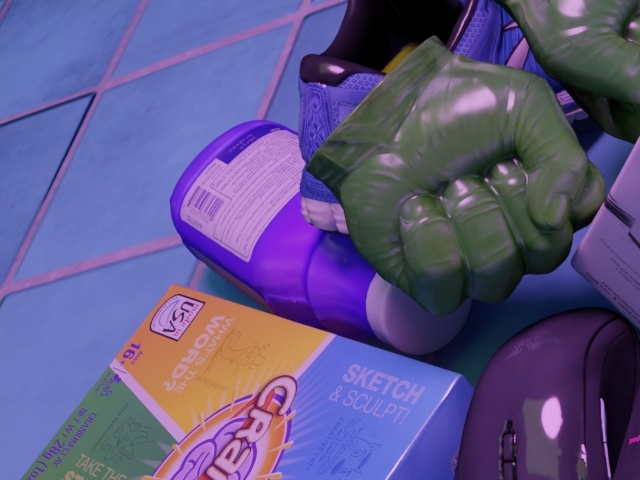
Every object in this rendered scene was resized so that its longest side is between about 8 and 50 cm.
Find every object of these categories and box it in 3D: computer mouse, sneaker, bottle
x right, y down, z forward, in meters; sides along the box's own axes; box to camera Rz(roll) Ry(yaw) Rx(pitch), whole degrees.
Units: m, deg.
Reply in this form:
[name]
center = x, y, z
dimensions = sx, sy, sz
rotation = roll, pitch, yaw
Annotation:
[computer mouse]
center = 0.137, 0.134, 0.893
dimensions = 0.184, 0.060, 0.262
rotation = -8, 53, 40
[sneaker]
center = 0.102, -0.135, 1.126
dimensions = 0.130, 0.147, 0.330
rotation = 13, 38, 35
[bottle]
center = 0.000, 0.000, 1.188
dimensions = 0.118, 0.092, 0.283
rotation = -46, 33, -9

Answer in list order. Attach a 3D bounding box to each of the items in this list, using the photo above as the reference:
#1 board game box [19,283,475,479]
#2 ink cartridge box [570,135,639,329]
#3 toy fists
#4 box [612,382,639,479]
[board game box]
center = -0.062, 0.161, 1.091
dimensions = 0.316, 0.064, 0.242
rotation = 13, 61, 53
[ink cartridge box]
center = 0.223, -0.045, 0.889
dimensions = 0.086, 0.203, 0.148
rotation = 43, 69, 14
[toy fists]
center = 0.129, -0.082, 0.977
dimensions = 0.279, 0.142, 0.096
rotation = -46, -4, -7
[box]
center = 0.270, 0.070, 0.709
dimensions = 0.247, 0.163, 0.142
rotation = -17, 44, 54
